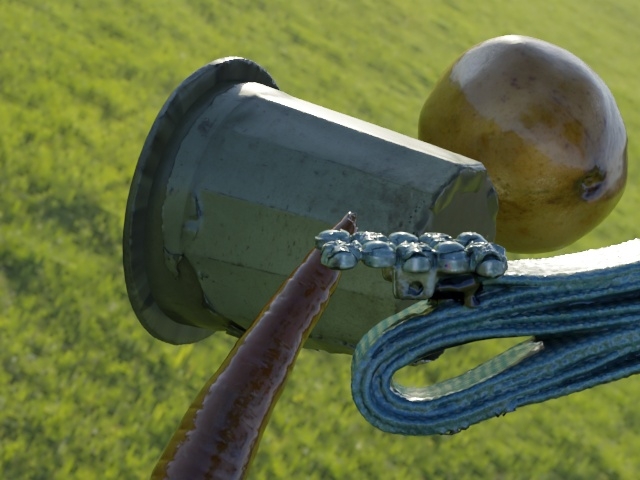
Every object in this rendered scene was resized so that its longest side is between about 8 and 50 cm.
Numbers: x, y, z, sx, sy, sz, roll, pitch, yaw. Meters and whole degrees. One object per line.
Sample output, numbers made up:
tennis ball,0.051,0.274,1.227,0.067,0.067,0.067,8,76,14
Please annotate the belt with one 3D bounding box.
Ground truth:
belt,0.095,0.026,0.650,0.179,0.100,0.065,-14,7,-2

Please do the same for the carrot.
carrot,-0.032,0.069,0.779,0.048,0.216,0.048,25,-22,11

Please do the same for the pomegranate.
pomegranate,0.162,-0.081,1.209,0.196,0.196,0.196,24,23,-11

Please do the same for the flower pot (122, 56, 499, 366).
flower pot,0.000,0.000,0.995,0.202,0.212,0.212,19,17,26
